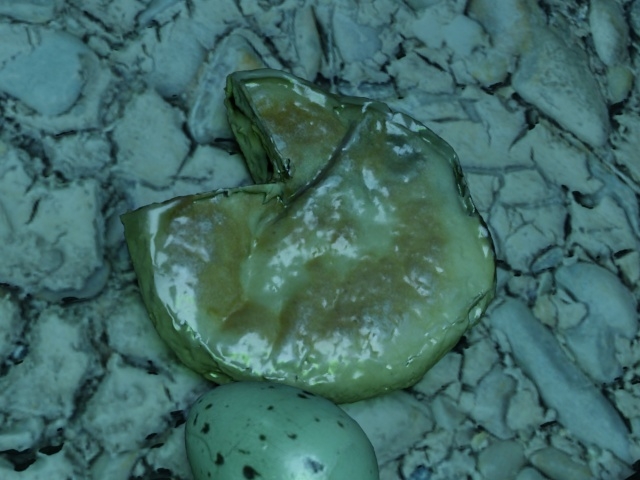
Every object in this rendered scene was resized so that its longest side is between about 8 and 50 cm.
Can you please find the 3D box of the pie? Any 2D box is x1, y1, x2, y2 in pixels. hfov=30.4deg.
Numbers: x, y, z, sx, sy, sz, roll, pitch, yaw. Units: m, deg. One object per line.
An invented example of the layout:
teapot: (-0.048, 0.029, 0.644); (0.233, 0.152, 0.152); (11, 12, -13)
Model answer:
pie: (0.000, 0.000, 1.028); (0.337, 0.075, 0.337); (8, 64, -16)

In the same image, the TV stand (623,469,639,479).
TV stand: (0.334, 0.286, 0.899); (0.088, 0.083, 0.269); (-25, 45, -24)

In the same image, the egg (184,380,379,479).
egg: (-0.031, 0.172, 0.908); (0.164, 0.131, 0.131); (39, 61, 25)
